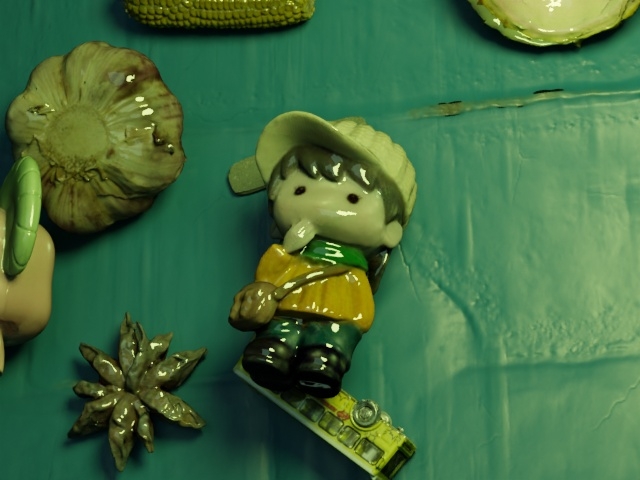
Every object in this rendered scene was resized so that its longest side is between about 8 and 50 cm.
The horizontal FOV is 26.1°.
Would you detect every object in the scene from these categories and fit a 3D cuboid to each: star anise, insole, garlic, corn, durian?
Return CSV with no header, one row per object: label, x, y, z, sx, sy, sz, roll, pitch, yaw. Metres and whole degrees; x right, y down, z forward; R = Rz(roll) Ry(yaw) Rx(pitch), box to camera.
star anise,-0.227,0.187,1.674,0.195,0.065,0.182,20,79,15
insole,-0.026,-0.106,1.753,0.192,0.010,0.063,-21,67,7
garlic,-0.278,-0.131,1.751,0.244,0.160,0.245,1,94,13
corn,-0.136,-0.323,1.812,0.260,0.091,0.091,3,87,13
durian,0.289,-0.334,1.685,0.305,0.185,0.196,0,98,7

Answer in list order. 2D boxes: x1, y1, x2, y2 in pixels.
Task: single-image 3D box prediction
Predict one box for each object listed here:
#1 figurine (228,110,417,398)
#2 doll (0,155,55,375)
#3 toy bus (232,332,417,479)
figurine,0.004,0.017,1.606,0.185,0.204,0.332,7,79,13
doll,-0.436,0.035,1.693,0.284,0.216,0.268,-21,57,48
toy bus,0.004,0.192,1.607,0.226,0.081,0.074,34,81,21
